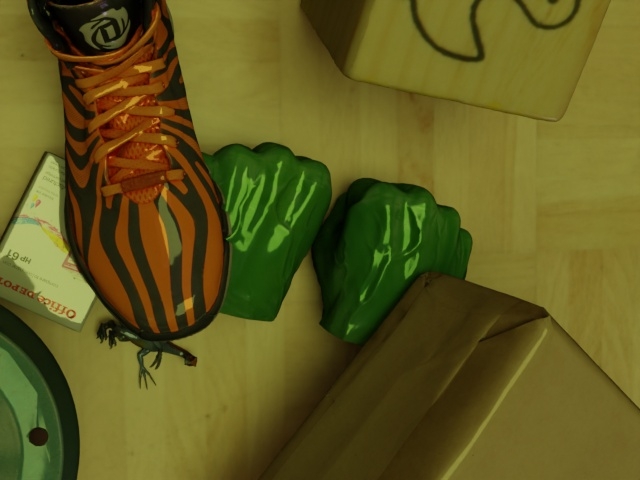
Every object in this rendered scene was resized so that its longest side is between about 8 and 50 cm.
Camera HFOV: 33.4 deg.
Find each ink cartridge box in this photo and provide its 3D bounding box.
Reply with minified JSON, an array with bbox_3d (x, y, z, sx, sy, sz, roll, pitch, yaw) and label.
[{"bbox_3d":[-0.209,0.001,0.863,0.089,0.052,0.122,27,88,-18],"label":"ink cartridge box"}]

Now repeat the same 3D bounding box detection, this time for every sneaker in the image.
[{"bbox_3d":[-0.147,-0.093,0.752,0.125,0.180,0.321,-16,74,-6],"label":"sneaker"}]

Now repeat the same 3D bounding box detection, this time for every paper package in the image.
[{"bbox_3d":[0.134,0.234,0.888,0.309,0.168,0.325,-51,123,-6],"label":"paper package"}]

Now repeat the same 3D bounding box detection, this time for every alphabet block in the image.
[{"bbox_3d":[0.111,-0.230,0.836,0.193,0.193,0.197,9,116,-16],"label":"alphabet block"}]

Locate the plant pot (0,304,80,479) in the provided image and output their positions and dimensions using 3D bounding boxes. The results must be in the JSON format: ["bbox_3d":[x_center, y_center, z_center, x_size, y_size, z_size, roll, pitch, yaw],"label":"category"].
[{"bbox_3d":[-0.282,0.143,0.717,0.272,0.255,0.271,5,79,-23],"label":"plant pot"}]

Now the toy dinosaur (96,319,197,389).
[{"bbox_3d":[-0.142,0.082,0.900,0.082,0.047,0.090,5,83,-35],"label":"toy dinosaur"}]

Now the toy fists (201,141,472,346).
[{"bbox_3d":[0.000,0.000,0.907,0.279,0.096,0.142,16,100,-19],"label":"toy fists"}]
